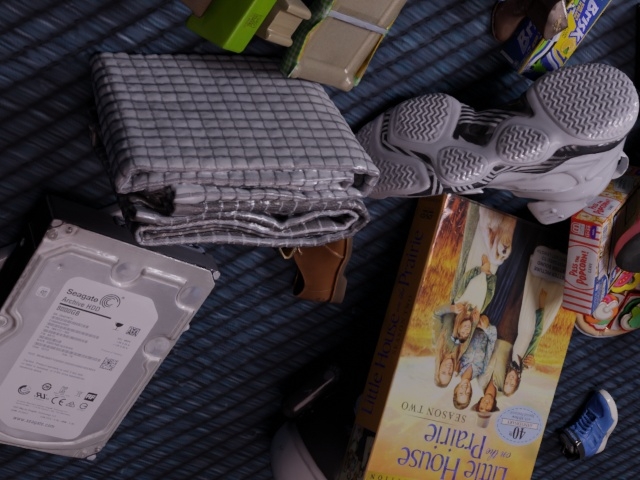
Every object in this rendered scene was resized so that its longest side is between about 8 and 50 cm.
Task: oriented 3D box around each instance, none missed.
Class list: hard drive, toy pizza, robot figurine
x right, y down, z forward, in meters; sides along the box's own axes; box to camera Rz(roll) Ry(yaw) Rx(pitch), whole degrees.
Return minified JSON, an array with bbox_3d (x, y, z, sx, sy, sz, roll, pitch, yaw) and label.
[{"bbox_3d":[-0.308,0.121,1.420,0.237,0.064,0.339,21,114,-35],"label":"hard drive"},{"bbox_3d":[0.488,0.081,1.805,0.201,0.032,0.201,-13,130,-15],"label":"toy pizza"},{"bbox_3d":[0.058,0.292,1.687,0.278,0.209,0.173,-36,160,4],"label":"robot figurine"}]

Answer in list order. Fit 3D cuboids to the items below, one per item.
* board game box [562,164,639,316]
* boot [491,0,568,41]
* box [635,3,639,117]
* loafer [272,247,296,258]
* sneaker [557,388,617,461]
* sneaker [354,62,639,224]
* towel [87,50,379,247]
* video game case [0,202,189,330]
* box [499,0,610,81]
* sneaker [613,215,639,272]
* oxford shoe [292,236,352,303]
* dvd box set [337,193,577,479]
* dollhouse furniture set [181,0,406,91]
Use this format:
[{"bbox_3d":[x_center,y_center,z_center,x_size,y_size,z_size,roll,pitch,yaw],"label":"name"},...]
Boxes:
[{"bbox_3d":[0.401,-0.004,1.603,0.193,0.045,0.146,-37,136,-48],"label":"board game box"},{"bbox_3d":[0.252,-0.261,1.368,0.037,0.114,0.106,-7,131,-22],"label":"boot"},{"bbox_3d":[0.503,-0.244,1.521,0.147,0.077,0.180,-21,132,-8],"label":"box"},{"bbox_3d":[-0.032,-0.055,1.440,0.062,0.061,0.170,-4,127,-20],"label":"loafer"},{"bbox_3d":[0.454,0.323,1.964,0.085,0.058,0.152,-18,139,-22],"label":"sneaker"},{"bbox_3d":[0.224,-0.096,1.463,0.366,0.137,0.210,-14,152,10],"label":"sneaker"},{"bbox_3d":[-0.108,-0.095,1.260,0.284,0.235,0.121,-3,131,-23],"label":"towel"},{"bbox_3d":[-0.294,0.070,1.445,0.206,0.026,0.227,-22,132,-7],"label":"video game case"},{"bbox_3d":[0.299,-0.277,1.414,0.054,0.059,0.169,20,116,-34],"label":"box"},{"bbox_3d":[0.494,-0.079,1.583,0.314,0.136,0.116,-41,152,-15],"label":"sneaker"},{"bbox_3d":[0.000,0.000,1.494,0.076,0.076,0.212,0,126,-11],"label":"oxford shoe"},{"bbox_3d":[0.211,0.167,1.596,0.308,0.062,0.420,18,87,-33],"label":"dvd box set"},{"bbox_3d":[-0.027,-0.297,1.235,0.197,0.151,0.301,-53,158,17],"label":"dollhouse furniture set"}]
